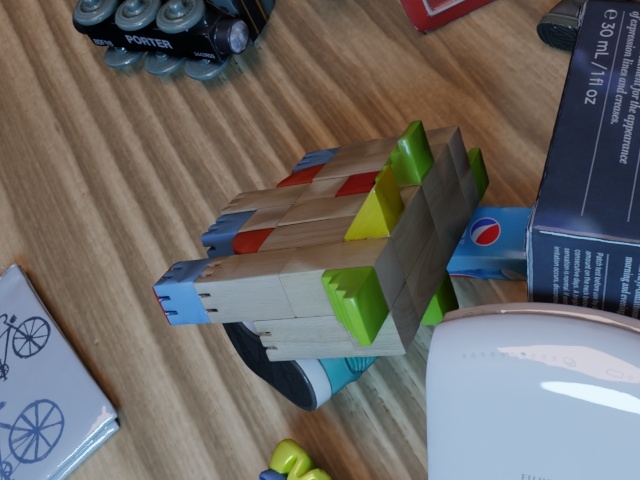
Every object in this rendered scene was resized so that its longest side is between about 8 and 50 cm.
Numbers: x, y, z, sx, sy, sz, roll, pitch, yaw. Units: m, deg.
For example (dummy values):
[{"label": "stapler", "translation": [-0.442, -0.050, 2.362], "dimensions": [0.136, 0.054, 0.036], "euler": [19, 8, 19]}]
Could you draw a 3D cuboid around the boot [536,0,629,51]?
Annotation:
[{"label": "boot", "translation": [0.391, -0.325, 1.100], "dimensions": [0.190, 0.076, 0.208], "euler": [28, 74, 30]}]

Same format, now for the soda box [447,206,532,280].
[{"label": "soda box", "translation": [0.168, 0.002, 1.041], "dimensions": [0.210, 0.071, 0.067], "euler": [3, 68, 26]}]

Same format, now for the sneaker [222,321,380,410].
[{"label": "sneaker", "translation": [-0.010, 0.083, 1.060], "dimensions": [0.178, 0.123, 0.295], "euler": [-27, 27, -20]}]

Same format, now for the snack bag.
[{"label": "snack bag", "translation": [-0.476, 0.245, 1.246], "dimensions": [0.323, 0.037, 0.342], "euler": [-44, 57, -1]}]

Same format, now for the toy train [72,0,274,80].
[{"label": "toy train", "translation": [-0.231, -0.361, 1.365], "dimensions": [0.334, 0.142, 0.190], "euler": [14, 61, 31]}]

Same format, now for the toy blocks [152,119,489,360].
[{"label": "toy blocks", "translation": [0.000, 0.000, 0.923], "dimensions": [0.261, 0.190, 0.381], "euler": [-7, 28, 29]}]

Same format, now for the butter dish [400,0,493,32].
[{"label": "butter dish", "translation": [0.168, -0.394, 1.198], "dimensions": [0.160, 0.160, 0.118], "euler": [-24, 36, 11]}]

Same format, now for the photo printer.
[{"label": "photo printer", "translation": [0.222, 0.206, 0.805], "dimensions": [0.256, 0.107, 0.307], "euler": [7, 112, 26]}]

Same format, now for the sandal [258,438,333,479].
[{"label": "sandal", "translation": [0.018, 0.353, 0.907], "dimensions": [0.138, 0.126, 0.317], "euler": [-39, 46, -18]}]

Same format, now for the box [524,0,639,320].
[{"label": "box", "translation": [0.415, -0.038, 0.808], "dimensions": [0.396, 0.212, 0.293], "euler": [9, 58, 20]}]
